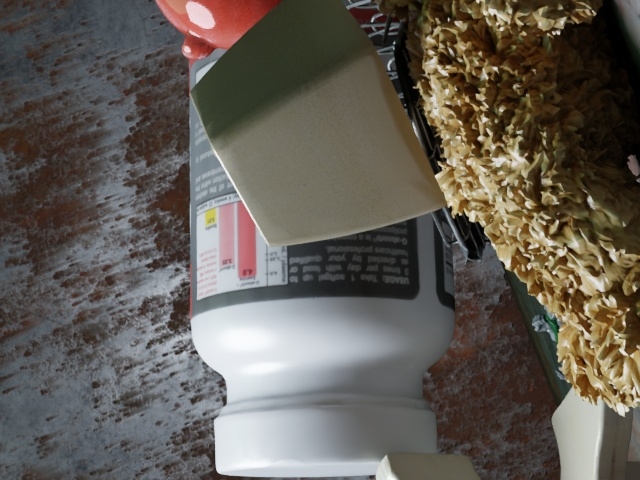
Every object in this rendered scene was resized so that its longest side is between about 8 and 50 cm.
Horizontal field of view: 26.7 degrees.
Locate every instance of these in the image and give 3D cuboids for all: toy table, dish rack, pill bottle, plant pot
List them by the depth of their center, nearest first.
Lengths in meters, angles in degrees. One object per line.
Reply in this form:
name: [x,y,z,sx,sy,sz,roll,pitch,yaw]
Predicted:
plant pot: [-0.008,-0.060,0.726,0.109,0.096,0.109,61,180,-33]
dish rack: [0.075,-0.125,0.911,0.271,0.074,0.208,-75,-31,-44]
toy table: [0.171,0.227,0.956,0.252,0.274,0.161,15,-142,-29]
pill bottle: [0.000,0.000,1.073,0.210,0.210,0.363,52,-144,-74]

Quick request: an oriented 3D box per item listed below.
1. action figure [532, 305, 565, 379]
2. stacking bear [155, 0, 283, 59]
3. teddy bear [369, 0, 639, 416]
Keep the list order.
action figure: [0.229,0.086,1.207,0.232,0.063,0.137,61,-175,-36]
stacking bear: [-0.048,-0.253,0.885,0.175,0.164,0.289,-57,-11,-43]
teddy bear: [0.093,-0.068,0.666,0.245,0.113,0.338,-90,-22,-83]
